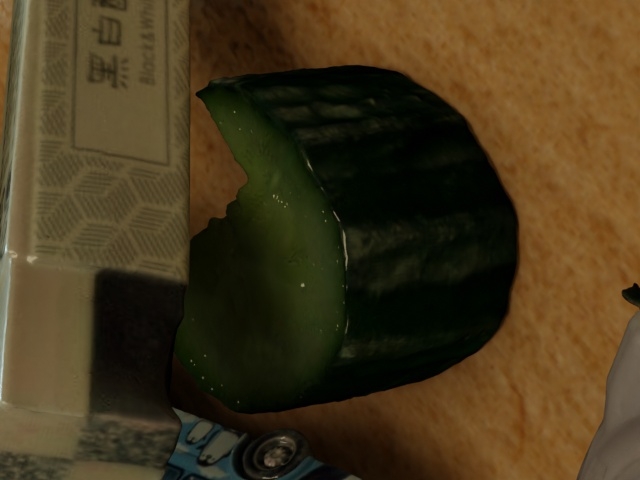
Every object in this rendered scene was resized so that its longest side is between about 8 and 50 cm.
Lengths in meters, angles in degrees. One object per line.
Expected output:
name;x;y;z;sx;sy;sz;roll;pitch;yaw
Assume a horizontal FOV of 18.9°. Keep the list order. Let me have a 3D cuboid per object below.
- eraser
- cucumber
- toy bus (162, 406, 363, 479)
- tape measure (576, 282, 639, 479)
eraser;-0.123;-0.055;1.035;0.098;0.096;0.404;116;157;-49
cucumber;0.004;0.009;1.047;0.191;0.130;0.191;7;100;48
toy bus;-0.079;0.168;1.101;0.297;0.131;0.106;14;141;41
tape measure;0.193;0.141;0.896;0.178;0.105;0.196;24;108;37
